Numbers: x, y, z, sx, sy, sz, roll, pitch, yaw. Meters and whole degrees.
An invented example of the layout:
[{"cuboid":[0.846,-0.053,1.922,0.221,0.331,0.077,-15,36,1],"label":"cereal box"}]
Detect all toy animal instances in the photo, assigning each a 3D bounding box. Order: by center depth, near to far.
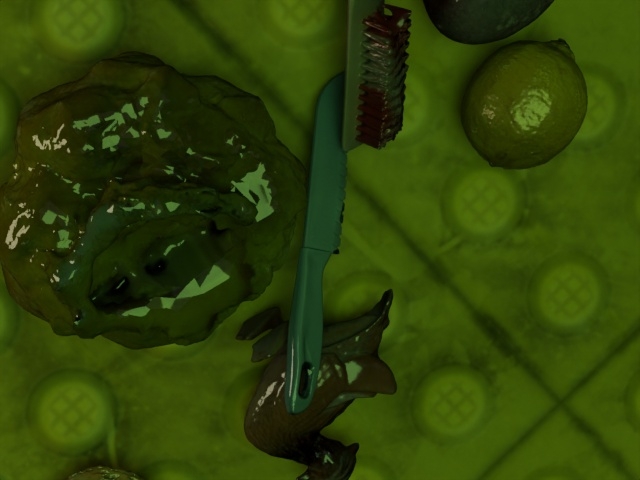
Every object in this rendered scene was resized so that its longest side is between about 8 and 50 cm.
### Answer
[{"cuboid":[0.013,0.133,1.644,0.188,0.089,0.179,-36,112,-1],"label":"toy animal"}]

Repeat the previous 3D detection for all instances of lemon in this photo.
[{"cuboid":[0.184,-0.122,1.602,0.109,0.109,0.133,35,86,-17],"label":"lemon"}]

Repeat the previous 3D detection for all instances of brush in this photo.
[{"cuboid":[0.051,-0.217,1.513,0.050,0.060,0.321,21,130,25],"label":"brush"}]

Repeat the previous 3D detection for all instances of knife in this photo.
[{"cuboid":[0.000,0.000,1.589,0.044,0.019,0.313,10,81,-31],"label":"knife"}]

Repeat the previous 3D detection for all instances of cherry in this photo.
[{"cuboid":[0.144,-0.267,1.558,0.148,0.115,0.188,-10,100,12],"label":"cherry"}]

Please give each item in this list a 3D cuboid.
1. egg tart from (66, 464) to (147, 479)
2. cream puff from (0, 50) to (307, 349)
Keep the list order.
[{"cuboid":[-0.198,0.264,1.648,0.128,0.049,0.129,-1,102,-6],"label":"egg tart"},{"cuboid":[-0.146,-0.025,1.518,0.281,0.185,0.282,-2,101,-10],"label":"cream puff"}]
